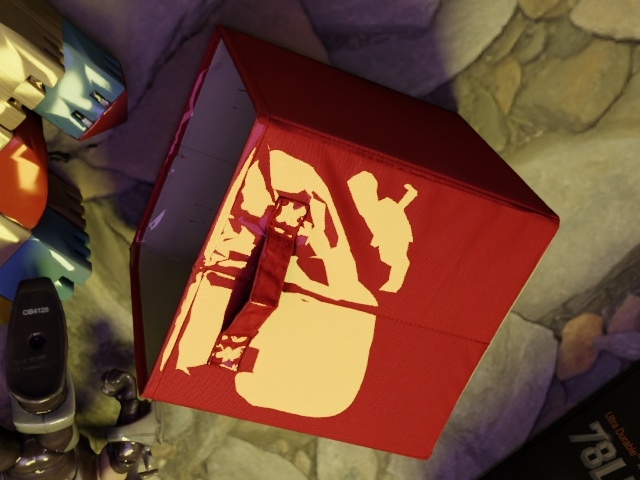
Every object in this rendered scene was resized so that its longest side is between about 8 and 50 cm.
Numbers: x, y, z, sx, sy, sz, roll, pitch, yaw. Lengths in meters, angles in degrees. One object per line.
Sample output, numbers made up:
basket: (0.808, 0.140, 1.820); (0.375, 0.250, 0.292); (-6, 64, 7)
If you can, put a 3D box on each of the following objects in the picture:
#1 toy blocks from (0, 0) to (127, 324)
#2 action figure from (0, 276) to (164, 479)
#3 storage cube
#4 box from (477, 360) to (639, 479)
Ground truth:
toy blocks: (-0.263, -0.031, 0.613); (0.381, 0.190, 0.261); (-44, 124, 13)
action figure: (-0.199, 0.136, 0.676); (0.185, 0.099, 0.285); (-19, 157, -15)
storage cube: (0.000, 0.000, 0.626); (0.193, 0.215, 0.183); (17, 111, -21)
box: (0.236, 0.240, 0.721); (0.293, 0.295, 0.073); (-41, 115, 13)
